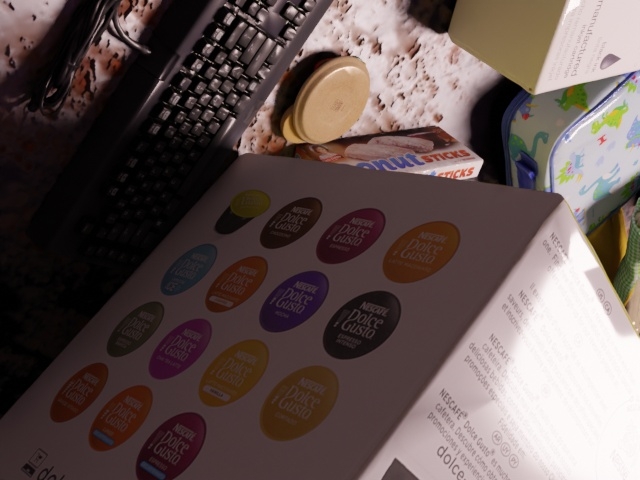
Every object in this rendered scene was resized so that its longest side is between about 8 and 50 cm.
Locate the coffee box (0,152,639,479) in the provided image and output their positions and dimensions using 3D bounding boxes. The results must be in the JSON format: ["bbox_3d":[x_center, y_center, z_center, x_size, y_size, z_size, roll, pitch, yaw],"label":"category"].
[{"bbox_3d":[0.024,0.177,0.717,0.334,0.337,0.338,-50,124,-20],"label":"coffee box"}]

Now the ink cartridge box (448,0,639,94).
[{"bbox_3d":[0.265,-0.258,0.879,0.272,0.115,0.198,-17,135,-36],"label":"ink cartridge box"}]

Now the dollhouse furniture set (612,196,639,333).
[{"bbox_3d":[0.417,-0.051,1.210,0.301,0.151,0.198,-32,137,-23],"label":"dollhouse furniture set"}]

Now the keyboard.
[{"bbox_3d":[-0.102,-0.119,0.700,0.317,0.033,0.201,-55,144,9],"label":"keyboard"}]

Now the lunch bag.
[{"bbox_3d":[0.273,-0.100,1.060,0.176,0.090,0.219,-40,146,-12],"label":"lunch bag"}]

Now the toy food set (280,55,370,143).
[{"bbox_3d":[0.008,-0.115,0.827,0.082,0.020,0.083,-6,127,-44],"label":"toy food set"}]

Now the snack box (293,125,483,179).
[{"bbox_3d":[0.063,-0.070,0.890,0.178,0.064,0.022,-12,134,-40],"label":"snack box"}]

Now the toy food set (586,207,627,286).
[{"bbox_3d":[0.344,0.036,1.271,0.128,0.071,0.218,-66,147,-34],"label":"toy food set"}]
